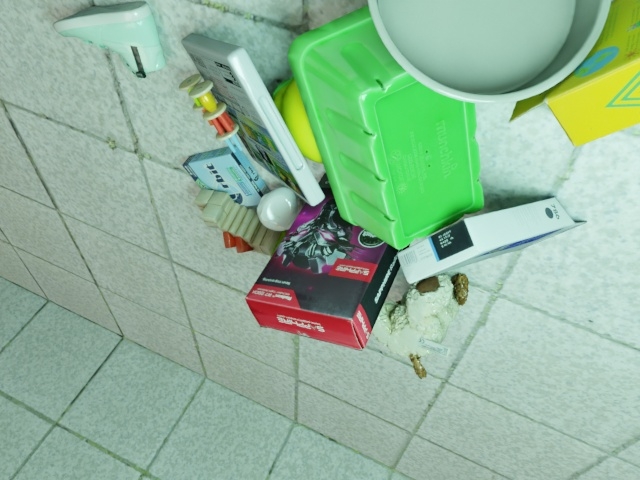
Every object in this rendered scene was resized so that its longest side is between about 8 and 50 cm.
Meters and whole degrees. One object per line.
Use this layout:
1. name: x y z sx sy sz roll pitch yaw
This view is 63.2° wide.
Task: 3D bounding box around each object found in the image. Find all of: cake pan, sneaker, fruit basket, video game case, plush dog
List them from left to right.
1. sneaker: -0.442 -0.406 1.094 0.255 0.094 0.151 8 133 25
2. video game case: -0.134 -0.237 0.985 0.329 0.036 0.300 41 165 54
3. fruit basket: 0.080 -0.210 0.883 0.392 0.282 0.392 63 175 11
4. plush dog: 0.241 0.176 1.207 0.262 0.225 0.211 -25 92 40
5. cake pan: 0.198 -0.307 0.631 0.293 0.293 0.054 32 180 -1

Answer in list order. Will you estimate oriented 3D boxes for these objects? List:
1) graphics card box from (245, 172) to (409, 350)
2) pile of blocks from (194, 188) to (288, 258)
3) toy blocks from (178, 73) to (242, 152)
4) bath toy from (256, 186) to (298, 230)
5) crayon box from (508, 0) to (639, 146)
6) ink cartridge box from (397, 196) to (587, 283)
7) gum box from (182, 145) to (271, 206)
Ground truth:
1. graphics card box: 0.043 0.019 1.024 0.232 0.371 0.094 7 139 32
2. pile of blocks: -0.172 0.005 1.342 0.362 0.113 0.149 28 151 -9
3. toy blocks: -0.214 -0.252 1.051 0.123 0.054 0.148 42 166 50
4. bath toy: 0.000 0.000 1.256 0.348 0.129 0.151 34 101 -8
5. crayon box: 0.397 -0.233 0.606 0.081 0.202 0.318 45 143 -20
6. ink cartridge box: 0.309 -0.006 0.922 0.165 0.332 0.065 -35 71 51
7. gum box: -0.234 -0.153 1.302 0.184 0.041 0.157 -4 133 39
